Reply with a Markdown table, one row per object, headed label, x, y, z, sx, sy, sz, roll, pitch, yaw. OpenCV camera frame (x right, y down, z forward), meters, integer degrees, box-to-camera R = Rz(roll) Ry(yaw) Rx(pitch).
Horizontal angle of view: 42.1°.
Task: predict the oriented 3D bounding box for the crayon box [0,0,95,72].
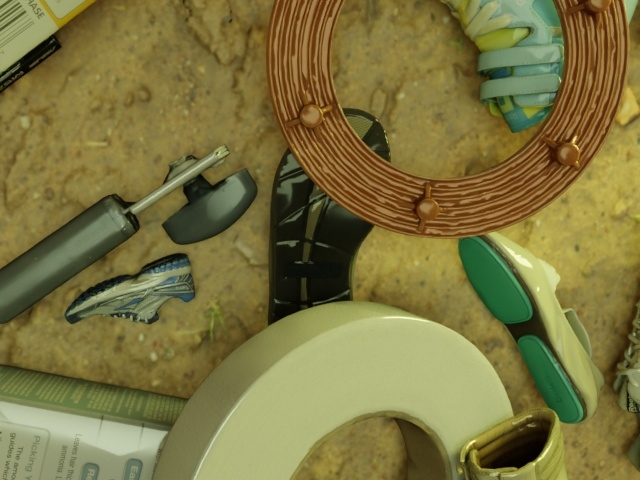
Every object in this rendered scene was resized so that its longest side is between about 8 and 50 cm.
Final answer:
| label | x | y | z | sx | sy | sz | roll | pitch | yaw |
| --- | --- | --- | --- | --- | --- | --- | --- | --- | --- |
| crayon box | -0.222 | -0.326 | 0.715 | 0.323 | 0.083 | 0.203 | -42 | 130 | -14 |

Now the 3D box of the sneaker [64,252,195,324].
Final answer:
| label | x | y | z | sx | sy | sz | roll | pitch | yaw |
| --- | --- | --- | --- | --- | --- | --- | --- | --- | --- |
| sneaker | -0.188 | 0.063 | 0.835 | 0.135 | 0.052 | 0.058 | -21 | 101 | -5 |

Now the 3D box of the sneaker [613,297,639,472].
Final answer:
| label | x | y | z | sx | sy | sz | roll | pitch | yaw |
| --- | --- | --- | --- | --- | --- | --- | --- | --- | --- |
| sneaker | 0.374 | 0.122 | 0.890 | 0.118 | 0.110 | 0.292 | -10 | 96 | 3 |

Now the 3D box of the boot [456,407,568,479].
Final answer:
| label | x | y | z | sx | sy | sz | roll | pitch | yaw |
| --- | --- | --- | --- | --- | --- | --- | --- | --- | --- |
| boot | 0.162 | 0.301 | 0.784 | 0.262 | 0.095 | 0.204 | -32 | 116 | -31 |

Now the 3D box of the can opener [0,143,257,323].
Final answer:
| label | x | y | z | sx | sy | sz | roll | pitch | yaw |
| --- | --- | --- | --- | --- | --- | --- | --- | --- | --- |
| can opener | -0.193 | 0.003 | 0.816 | 0.283 | 0.076 | 0.095 | -35 | 98 | -2 |

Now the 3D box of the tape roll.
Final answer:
| label | x | y | z | sx | sy | sz | roll | pitch | yaw |
| --- | --- | --- | --- | --- | --- | --- | --- | --- | --- |
| tape roll | 0.025 | 0.252 | 0.791 | 0.391 | 0.072 | 0.392 | -7 | 103 | -31 |

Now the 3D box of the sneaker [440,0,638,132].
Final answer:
| label | x | y | z | sx | sy | sz | roll | pitch | yaw |
| --- | --- | --- | --- | --- | --- | --- | --- | --- | --- |
| sneaker | 0.160 | -0.224 | 0.817 | 0.318 | 0.127 | 0.208 | 15 | 92 | -8 |

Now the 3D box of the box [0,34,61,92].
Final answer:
| label | x | y | z | sx | sy | sz | roll | pitch | yaw |
| --- | --- | --- | --- | --- | --- | --- | --- | --- | --- |
| box | -0.381 | -0.209 | 0.789 | 0.184 | 0.045 | 0.191 | -39 | 98 | -5 |

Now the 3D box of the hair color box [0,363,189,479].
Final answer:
| label | x | y | z | sx | sy | sz | roll | pitch | yaw |
| --- | --- | --- | --- | --- | --- | --- | --- | --- | --- |
| hair color box | -0.249 | 0.238 | 0.811 | 0.374 | 0.113 | 0.186 | 12 | 93 | -8 |

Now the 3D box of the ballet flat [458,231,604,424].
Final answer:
| label | x | y | z | sx | sy | sz | roll | pitch | yaw |
| --- | --- | --- | --- | --- | --- | --- | --- | --- | --- |
| ballet flat | 0.231 | 0.077 | 0.884 | 0.086 | 0.086 | 0.249 | -30 | 99 | -4 |

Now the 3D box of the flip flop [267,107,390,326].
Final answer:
| label | x | y | z | sx | sy | sz | roll | pitch | yaw |
| --- | --- | --- | --- | --- | --- | --- | --- | --- | --- |
| flip flop | 0.000 | 0.000 | 0.845 | 0.112 | 0.080 | 0.277 | 5 | 110 | -7 |

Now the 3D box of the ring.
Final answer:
| label | x | y | z | sx | sy | sz | roll | pitch | yaw |
| --- | --- | --- | --- | --- | --- | --- | --- | --- | --- |
| ring | 0.118 | -0.165 | 0.755 | 0.336 | 0.032 | 0.337 | -1 | 100 | -3 |
